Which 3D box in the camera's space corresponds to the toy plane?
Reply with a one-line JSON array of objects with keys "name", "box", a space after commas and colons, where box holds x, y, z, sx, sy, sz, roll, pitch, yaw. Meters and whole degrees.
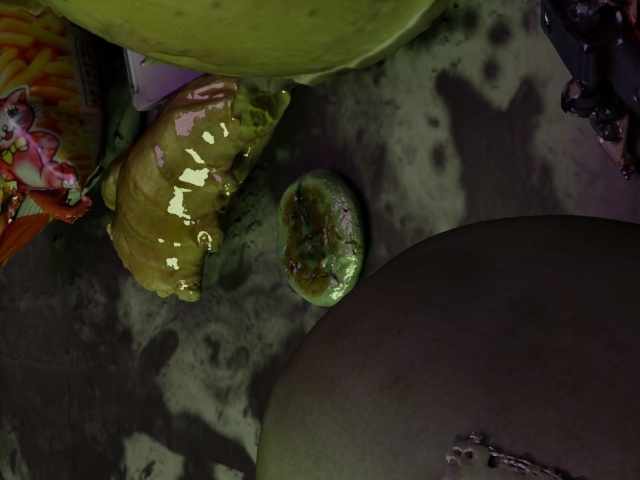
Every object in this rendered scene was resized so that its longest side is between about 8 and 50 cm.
[{"name": "toy plane", "box": [0.128, -0.112, 0.858, 0.188, 0.062, 0.135, 50, 155, 39]}]

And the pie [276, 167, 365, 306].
[{"name": "pie", "box": [0.000, 0.000, 1.059, 0.085, 0.017, 0.085, 7, 98, 51]}]

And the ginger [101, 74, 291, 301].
[{"name": "ginger", "box": [-0.091, -0.032, 1.120, 0.205, 0.081, 0.115, -38, 32, 54]}]

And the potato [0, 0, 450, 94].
[{"name": "potato", "box": [-0.120, -0.308, 0.925, 0.385, 0.319, 0.442, -50, 55, 29]}]

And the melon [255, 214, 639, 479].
[{"name": "melon", "box": [0.124, 0.130, 0.725, 0.330, 0.268, 0.269, 33, 118, 36]}]

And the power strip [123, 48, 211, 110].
[{"name": "power strip", "box": [-0.105, -0.223, 1.153, 0.109, 0.037, 0.279, -22, 76, 49]}]

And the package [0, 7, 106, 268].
[{"name": "package", "box": [-0.226, -0.110, 1.264, 0.223, 0.108, 0.288, -37, 56, 52]}]
